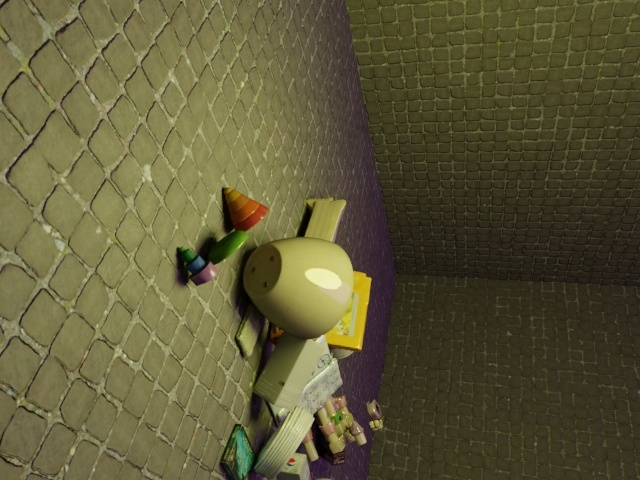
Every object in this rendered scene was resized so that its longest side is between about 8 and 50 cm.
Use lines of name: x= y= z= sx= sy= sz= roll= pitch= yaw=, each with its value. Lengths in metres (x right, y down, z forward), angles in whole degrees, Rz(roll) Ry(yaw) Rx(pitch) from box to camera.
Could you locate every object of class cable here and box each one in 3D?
cable: x=-0.121 y=0.666 z=1.727 sx=0.257 sy=0.089 sz=0.257 roll=-50 pitch=172 yaw=-34

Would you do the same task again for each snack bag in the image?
snack bag: x=-0.054 y=0.540 z=1.936 sx=0.323 sy=0.037 sz=0.342 roll=-38 pitch=136 yaw=-28

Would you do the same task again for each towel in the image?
towel: x=-0.221 y=0.279 z=1.639 sx=0.148 sy=0.027 sz=0.110 roll=-70 pitch=154 yaw=-45

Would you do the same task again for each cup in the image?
cup: x=-0.099 y=0.124 z=1.622 sx=0.237 sy=0.331 sz=0.331 roll=24 pitch=67 yaw=-45

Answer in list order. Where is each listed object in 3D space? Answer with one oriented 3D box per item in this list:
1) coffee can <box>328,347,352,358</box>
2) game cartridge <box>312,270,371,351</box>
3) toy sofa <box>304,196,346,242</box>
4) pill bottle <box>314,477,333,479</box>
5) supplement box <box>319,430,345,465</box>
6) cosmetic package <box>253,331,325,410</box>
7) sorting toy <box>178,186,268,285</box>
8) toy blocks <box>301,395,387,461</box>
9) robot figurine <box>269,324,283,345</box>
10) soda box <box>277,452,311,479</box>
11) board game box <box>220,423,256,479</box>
coffee can: x=0.046 y=0.360 z=2.214 sx=0.275 sy=0.201 sz=0.201 roll=68 pitch=29 yaw=-53
game cartridge: x=0.042 y=0.257 z=2.058 sx=0.052 sy=0.285 sz=0.323 roll=96 pitch=4 yaw=-62
toy sofa: x=0.000 y=0.000 z=2.074 sx=0.150 sy=0.177 sz=0.362 roll=74 pitch=24 yaw=-44
pill bottle: x=-0.003 y=1.177 z=2.175 sx=0.323 sy=0.181 sz=0.181 roll=-60 pitch=148 yaw=-56
supplement box: x=0.056 y=0.893 z=2.413 sx=0.073 sy=0.130 sz=0.239 roll=1 pitch=91 yaw=-29
cosmetic package: x=-0.102 y=0.418 z=1.713 sx=0.107 sy=0.127 sz=0.238 roll=33 pitch=77 yaw=-42
sorting toy: x=-0.268 y=-0.032 z=1.389 sx=0.126 sy=0.127 sz=0.365 roll=53 pitch=35 yaw=-17
toy blocks: x=0.067 y=0.716 z=2.192 sx=0.260 sy=0.309 sz=0.288 roll=68 pitch=17 yaw=8
robot figurine: x=-0.109 y=0.257 z=1.900 sx=0.211 sy=0.085 sz=0.291 roll=65 pitch=32 yaw=-58
soda box: x=-0.091 y=0.947 z=2.010 sx=0.091 sy=0.098 sz=0.286 roll=-61 pitch=148 yaw=-56
board game box: x=-0.247 y=0.666 z=1.594 sx=0.126 sy=0.026 sz=0.186 roll=-70 pitch=155 yaw=-47
